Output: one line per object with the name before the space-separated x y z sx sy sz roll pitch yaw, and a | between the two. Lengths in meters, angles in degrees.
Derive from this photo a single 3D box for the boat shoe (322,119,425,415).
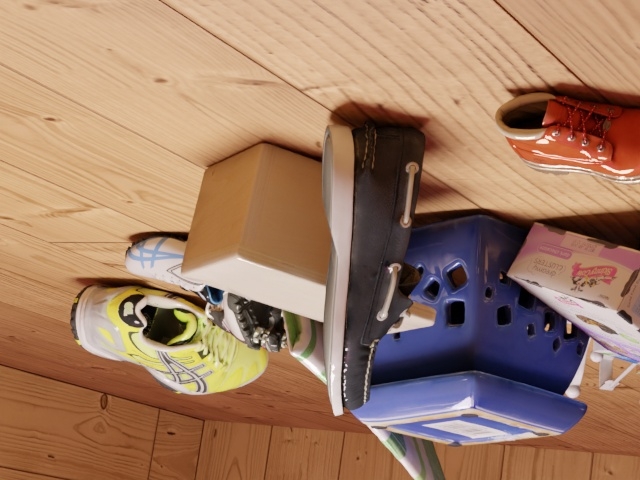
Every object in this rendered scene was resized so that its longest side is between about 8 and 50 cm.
boat shoe | 0.049 0.034 1.355 0.091 0.114 0.303 -2 125 -5

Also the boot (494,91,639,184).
boot | 0.216 -0.085 1.166 0.157 0.059 0.084 1 161 33

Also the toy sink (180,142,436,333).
toy sink | 0.000 0.000 1.511 0.234 0.131 0.153 19 164 -22

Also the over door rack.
over door rack | 0.358 0.179 2.123 0.239 0.108 0.324 10 167 -5

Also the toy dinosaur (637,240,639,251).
toy dinosaur | 0.382 0.032 1.569 0.118 0.064 0.268 22 169 5

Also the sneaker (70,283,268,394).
sneaker | -0.218 0.169 2.370 0.147 0.145 0.384 -4 164 44

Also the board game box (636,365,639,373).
board game box | 0.597 0.195 2.212 0.259 0.039 0.124 11 167 -1

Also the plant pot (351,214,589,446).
plant pot | 0.164 0.114 1.666 0.236 0.212 0.236 19 156 -41

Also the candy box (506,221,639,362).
candy box | 0.320 0.068 1.546 0.196 0.070 0.165 35 171 -37

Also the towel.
towel | 0.048 0.170 1.806 0.038 0.248 0.325 -33 120 9

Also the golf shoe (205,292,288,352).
golf shoe | -0.118 0.103 2.114 0.120 0.105 0.273 13 168 11

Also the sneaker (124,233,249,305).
sneaker | -0.165 0.039 1.893 0.237 0.086 0.085 0 167 37

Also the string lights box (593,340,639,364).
string lights box | 0.485 0.128 1.880 0.259 0.077 0.133 18 162 -37
